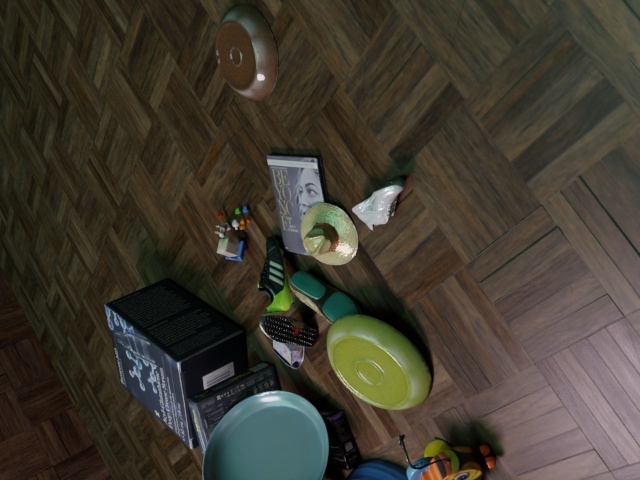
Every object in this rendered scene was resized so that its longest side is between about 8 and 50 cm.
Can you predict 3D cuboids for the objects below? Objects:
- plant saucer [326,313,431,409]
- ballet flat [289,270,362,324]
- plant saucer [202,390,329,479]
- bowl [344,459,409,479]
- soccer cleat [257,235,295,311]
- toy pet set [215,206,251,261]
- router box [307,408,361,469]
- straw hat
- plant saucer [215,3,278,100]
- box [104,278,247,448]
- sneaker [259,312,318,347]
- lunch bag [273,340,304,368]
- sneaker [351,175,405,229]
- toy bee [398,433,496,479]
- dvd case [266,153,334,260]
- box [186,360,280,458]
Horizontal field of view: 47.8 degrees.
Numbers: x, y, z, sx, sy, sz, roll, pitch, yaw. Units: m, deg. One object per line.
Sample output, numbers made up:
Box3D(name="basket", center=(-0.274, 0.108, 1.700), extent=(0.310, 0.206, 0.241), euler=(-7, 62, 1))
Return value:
Box3D(name="plant saucer", center=(0.106, 0.255, 1.447), extent=(0.241, 0.037, 0.240), euler=(22, 135, 24))
Box3D(name="ballet flat", center=(0.018, 0.135, 1.536), extent=(0.206, 0.073, 0.067), euler=(38, 163, 36))
Box3D(name="plant saucer", center=(-0.123, 0.503, 1.671), extent=(0.318, 0.317, 0.043), euler=(31, 164, 38))
Box3D(name="bowl", center=(0.177, 0.687, 1.618), extent=(0.391, 0.077, 0.390), euler=(27, 129, 40))
Box3D(name="soccer cleat", center=(-0.108, 0.074, 1.604), extent=(0.060, 0.072, 0.178), euler=(109, 149, -66))
Box3D(name="toy pet set", center=(-0.197, -0.013, 1.732), extent=(0.122, 0.065, 0.114), euler=(-6, 69, 49))
Box3D(name="router box", center=(0.008, 0.475, 1.735), extent=(0.179, 0.046, 0.133), euler=(-14, 96, 53))
Box3D(name="straw hat", center=(0.000, 0.000, 1.448), extent=(0.145, 0.061, 0.144), euler=(17, 120, 32))
Box3D(name="plant saucer", center=(-0.162, -0.382, 1.487), extent=(0.199, 0.036, 0.198), euler=(29, 131, 40))
Box3D(name="box", center=(-0.400, 0.331, 2.027), extent=(0.396, 0.212, 0.293), euler=(25, 128, 43))
Box3D(name="sneaker", center=(-0.083, 0.198, 1.623), extent=(0.075, 0.161, 0.057), euler=(17, 86, 53))
Box3D(name="lunch bag", center=(-0.077, 0.263, 1.722), extent=(0.071, 0.053, 0.083), euler=(40, 145, 33))
Box3D(name="sneaker", center=(0.117, -0.068, 1.306), extent=(0.061, 0.054, 0.152), euler=(54, 149, 1))
Box3D(name="toy bee", center=(0.251, 0.453, 1.345), extent=(0.298, 0.162, 0.195), euler=(77, 175, -63))
Box3D(name="dvd case", center=(-0.040, -0.072, 1.519), extent=(0.165, 0.018, 0.221), euler=(11, 117, 48))
Box3D(name="box", center=(-0.204, 0.435, 1.819), extent=(0.059, 0.233, 0.183), euler=(7, 114, 54))
